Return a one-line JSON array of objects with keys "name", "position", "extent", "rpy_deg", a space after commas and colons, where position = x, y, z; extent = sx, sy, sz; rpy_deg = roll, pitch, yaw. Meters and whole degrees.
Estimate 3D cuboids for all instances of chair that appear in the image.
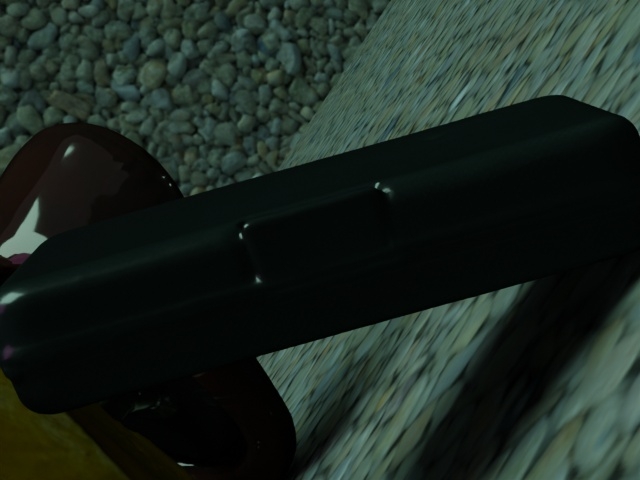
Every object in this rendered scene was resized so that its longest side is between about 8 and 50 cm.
[{"name": "chair", "position": [-0.164, 0.152, 0.922], "extent": [0.401, 0.226, 0.226], "rpy_deg": [-59, 7, -30]}]

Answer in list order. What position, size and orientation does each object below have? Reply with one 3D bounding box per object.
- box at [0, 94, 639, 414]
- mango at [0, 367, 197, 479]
[{"name": "box", "position": [0.000, 0.000, 0.673], "extent": [0.230, 0.050, 0.160], "rpy_deg": [-15, 8, 1]}, {"name": "mango", "position": [-0.134, 0.113, 0.715], "extent": [0.138, 0.257, 0.187], "rpy_deg": [-57, 6, -14]}]
